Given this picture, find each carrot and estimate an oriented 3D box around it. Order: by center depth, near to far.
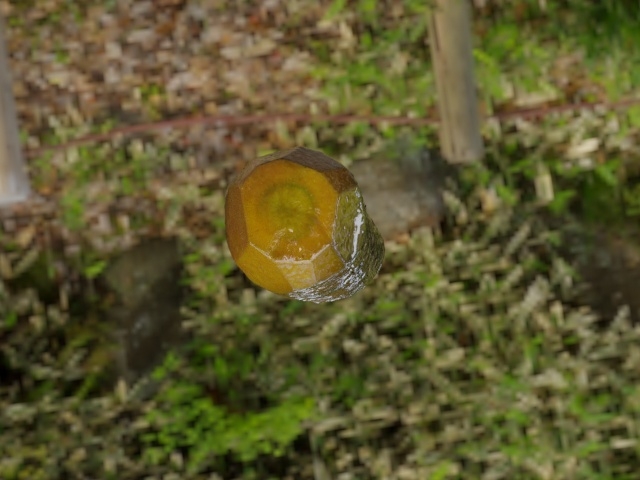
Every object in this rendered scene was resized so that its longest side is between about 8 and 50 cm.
[{"bbox_3d":[0.000,0.000,0.777,0.066,0.066,0.314,-9,176,5],"label":"carrot"}]
